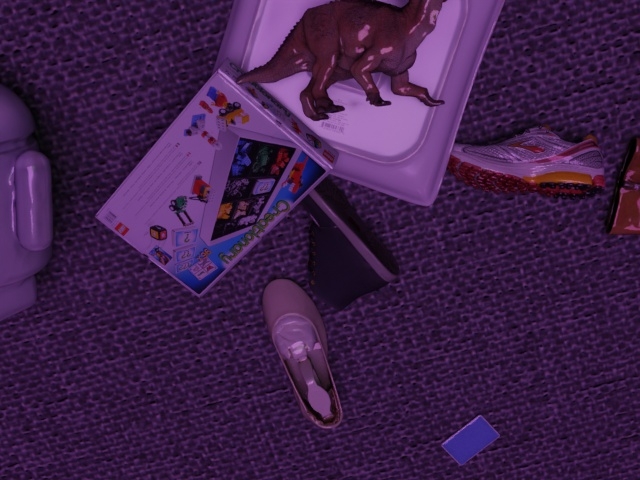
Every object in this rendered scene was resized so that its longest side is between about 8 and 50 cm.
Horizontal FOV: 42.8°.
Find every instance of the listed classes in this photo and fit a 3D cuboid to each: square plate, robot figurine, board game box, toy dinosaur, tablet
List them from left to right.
[{"bbox_3d":[-0.466,-0.065,1.070,0.300,0.200,0.353,6,109,23],"label":"robot figurine"},{"bbox_3d":[-0.146,-0.074,1.109,0.193,0.053,0.305,40,121,-14],"label":"board game box"},{"bbox_3d":[0.043,-0.252,1.081,0.347,0.049,0.343,17,100,-3],"label":"square plate"},{"bbox_3d":[0.045,-0.257,0.999,0.296,0.127,0.200,-6,94,14],"label":"toy dinosaur"},{"bbox_3d":[0.243,0.323,1.322,0.083,0.006,0.054,-41,104,10],"label":"tablet"}]

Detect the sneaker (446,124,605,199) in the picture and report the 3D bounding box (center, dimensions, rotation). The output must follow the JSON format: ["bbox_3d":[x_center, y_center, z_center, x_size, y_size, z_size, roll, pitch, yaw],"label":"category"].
[{"bbox_3d":[0.284,-0.116,1.151,0.225,0.088,0.092,6,77,3],"label":"sneaker"}]

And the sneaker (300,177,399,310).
[{"bbox_3d":[0.000,0.000,1.170,0.118,0.083,0.222,-37,98,22],"label":"sneaker"}]

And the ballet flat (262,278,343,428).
[{"bbox_3d":[-0.022,0.177,1.227,0.086,0.086,0.248,-19,107,4],"label":"ballet flat"}]

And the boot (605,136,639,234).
[{"bbox_3d":[0.559,-0.005,1.179,0.281,0.096,0.264,5,108,-3],"label":"boot"}]
